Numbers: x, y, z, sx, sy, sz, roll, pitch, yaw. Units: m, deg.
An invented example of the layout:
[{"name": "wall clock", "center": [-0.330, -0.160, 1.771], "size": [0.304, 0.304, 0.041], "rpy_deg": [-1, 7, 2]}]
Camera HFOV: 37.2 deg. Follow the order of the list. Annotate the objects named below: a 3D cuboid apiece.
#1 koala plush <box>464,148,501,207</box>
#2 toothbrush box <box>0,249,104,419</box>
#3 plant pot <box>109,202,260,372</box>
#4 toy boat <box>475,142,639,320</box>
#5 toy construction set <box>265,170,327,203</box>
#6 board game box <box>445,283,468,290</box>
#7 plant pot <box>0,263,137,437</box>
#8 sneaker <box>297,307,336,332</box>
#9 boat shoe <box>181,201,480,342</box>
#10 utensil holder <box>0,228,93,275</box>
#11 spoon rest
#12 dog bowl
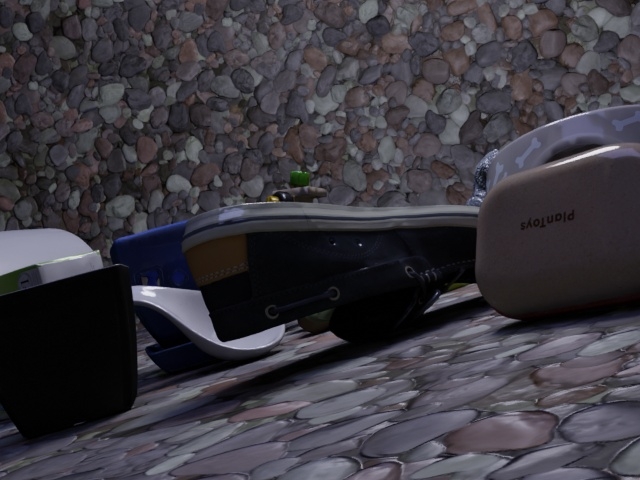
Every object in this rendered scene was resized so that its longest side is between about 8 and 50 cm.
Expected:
[{"name": "koala plush", "center": [0.294, -0.026, 1.704], "size": [0.221, 0.203, 0.196], "rpy_deg": [-40, -25, 22]}, {"name": "toothbrush box", "center": [-0.433, 0.149, 1.414], "size": [0.283, 0.206, 0.122], "rpy_deg": [-15, 1, 37]}, {"name": "plant pot", "center": [-0.185, 0.078, 1.470], "size": [0.235, 0.212, 0.236], "rpy_deg": [-14, 0, -14]}, {"name": "toy boat", "center": [0.271, 0.005, 0.915], "size": [0.151, 0.151, 0.231], "rpy_deg": [23, -26, -37]}, {"name": "toy construction set", "center": [0.000, 0.000, 1.732], "size": [0.257, 0.237, 0.309], "rpy_deg": [-3, -5, -7]}, {"name": "board game box", "center": [0.197, 0.036, 1.545], "size": [0.181, 0.092, 0.043], "rpy_deg": [-15, 1, -34]}, {"name": "plant pot", "center": [-0.307, 0.133, 1.142], "size": [0.188, 0.167, 0.187], "rpy_deg": [-14, -1, -9]}, {"name": "sneaker", "center": [0.028, 0.056, 1.452], "size": [0.064, 0.086, 0.192], "rpy_deg": [28, 39, 16]}, {"name": "boat shoe", "center": [0.066, 0.044, 1.149], "size": [0.500, 0.156, 0.186], "rpy_deg": [0, -14, -38]}, {"name": "utensil holder", "center": [-0.616, 0.145, 1.720], "size": [0.327, 0.328, 0.385], "rpy_deg": [-15, -3, 30]}, {"name": "spoon rest", "center": [-0.185, 0.110, 1.300], "size": [0.276, 0.084, 0.137], "rpy_deg": [2, 29, -7]}, {"name": "dog bowl", "center": [0.391, -0.076, 1.321], "size": [0.348, 0.102, 0.349], "rpy_deg": [-5, -20, -2]}]
